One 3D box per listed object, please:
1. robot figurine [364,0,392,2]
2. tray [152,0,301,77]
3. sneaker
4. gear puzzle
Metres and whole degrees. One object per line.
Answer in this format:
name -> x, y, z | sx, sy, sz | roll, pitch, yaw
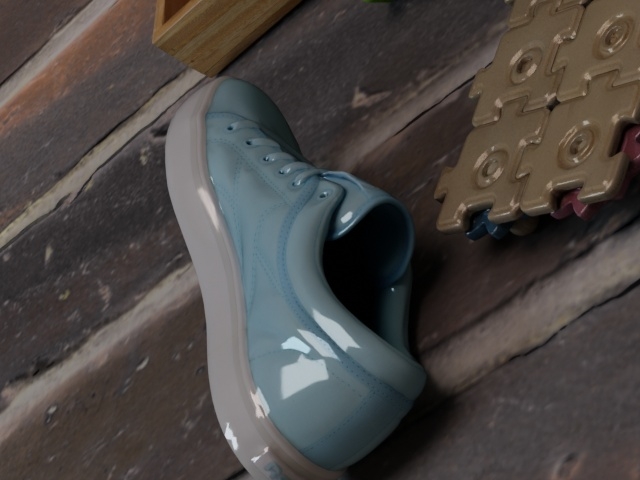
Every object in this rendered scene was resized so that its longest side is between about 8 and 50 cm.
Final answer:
robot figurine -> 0.056, -0.233, 1.387 | 0.115, 0.067, 0.101 | 21, 110, 59
tray -> 0.017, -0.328, 1.516 | 0.411, 0.076, 0.203 | -36, 38, 37
sneaker -> 0.000, 0.000, 1.213 | 0.150, 0.135, 0.366 | -36, 45, 20
gear puzzle -> 0.183, -0.147, 1.156 | 0.175, 0.044, 0.339 | -14, 48, 52
